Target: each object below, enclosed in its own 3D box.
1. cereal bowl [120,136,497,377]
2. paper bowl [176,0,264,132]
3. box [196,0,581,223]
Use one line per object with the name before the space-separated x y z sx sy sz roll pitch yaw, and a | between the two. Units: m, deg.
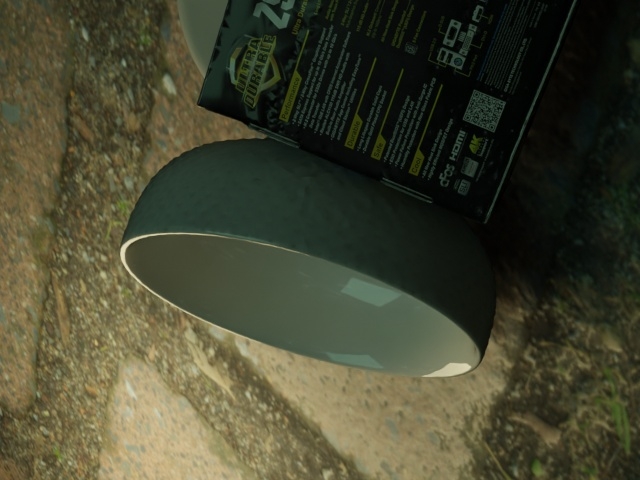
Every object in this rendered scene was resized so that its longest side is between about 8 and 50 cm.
cereal bowl | 0.000 0.000 1.552 0.339 0.339 0.141 -8 60 51
paper bowl | -0.017 -0.212 1.544 0.284 0.148 0.284 28 130 40
box | 0.072 -0.204 1.359 0.257 0.079 0.322 23 116 9
